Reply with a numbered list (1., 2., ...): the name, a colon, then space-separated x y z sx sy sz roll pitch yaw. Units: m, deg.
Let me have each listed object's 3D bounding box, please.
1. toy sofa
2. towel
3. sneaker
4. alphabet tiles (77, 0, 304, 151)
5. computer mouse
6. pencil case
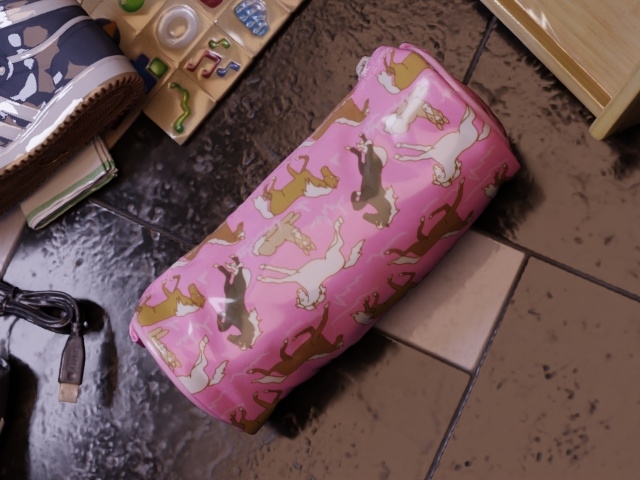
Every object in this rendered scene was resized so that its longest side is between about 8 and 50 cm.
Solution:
1. toy sofa: 0.217 -0.274 1.470 0.362 0.177 0.150 48 131 17
2. towel: -0.282 -0.102 1.634 0.113 0.023 0.152 -33 76 14
3. sneaker: -0.320 -0.130 1.590 0.282 0.099 0.153 -36 75 10
4. alphabet tiles: -0.164 -0.271 1.642 0.285 0.011 0.342 42 94 18
5. computer mouse: -0.318 0.164 1.593 0.184 0.060 0.262 5 71 21
6. pencil case: 0.000 0.000 1.476 0.386 0.160 0.167 -46 39 5
